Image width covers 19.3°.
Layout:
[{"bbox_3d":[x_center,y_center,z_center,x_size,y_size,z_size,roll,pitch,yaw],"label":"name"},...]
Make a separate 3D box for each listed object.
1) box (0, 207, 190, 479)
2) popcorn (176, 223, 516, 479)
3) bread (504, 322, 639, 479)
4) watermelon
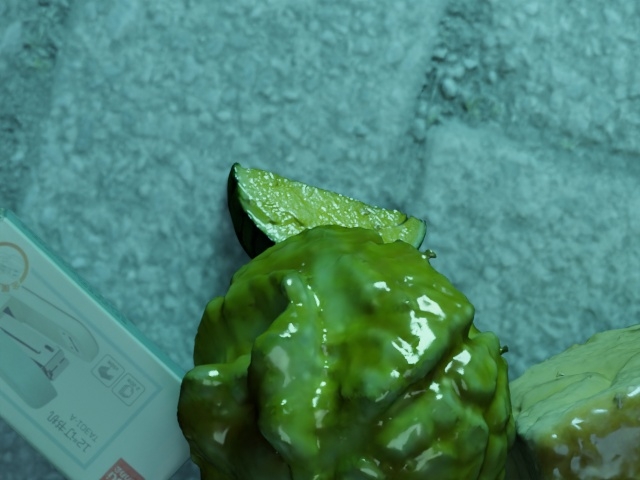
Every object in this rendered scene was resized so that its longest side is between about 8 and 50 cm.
[{"bbox_3d":[-0.216,0.107,1.598,0.269,0.079,0.135,44,89,-11],"label":"box"},{"bbox_3d":[0.028,0.133,1.497,0.282,0.282,0.247,48,60,-11],"label":"popcorn"},{"bbox_3d":[0.363,0.246,1.601,0.390,0.279,0.371,-22,98,-5],"label":"bread"},{"bbox_3d":[-0.003,0.008,1.642,0.181,0.075,0.092,15,51,-11],"label":"watermelon"}]
